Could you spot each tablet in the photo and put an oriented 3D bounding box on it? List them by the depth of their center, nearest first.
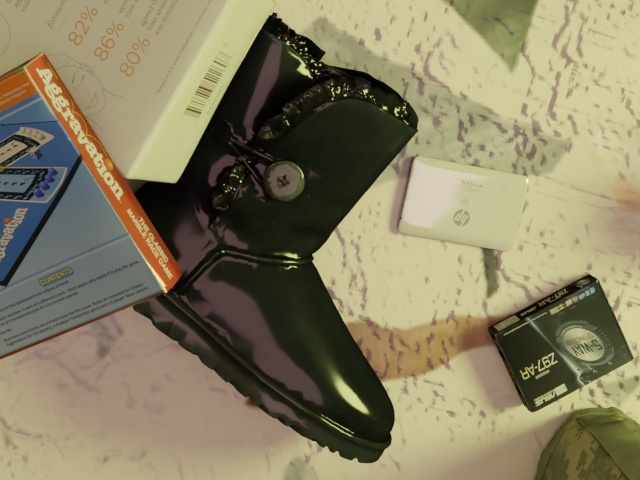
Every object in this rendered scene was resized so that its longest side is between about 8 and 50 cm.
[{"bbox_3d":[0.097,-0.024,0.965,0.083,0.006,0.054,10,101,-12],"label":"tablet"}]

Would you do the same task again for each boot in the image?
[{"bbox_3d":[0.000,0.000,0.905,0.246,0.094,0.207,38,97,-10],"label":"boot"}]

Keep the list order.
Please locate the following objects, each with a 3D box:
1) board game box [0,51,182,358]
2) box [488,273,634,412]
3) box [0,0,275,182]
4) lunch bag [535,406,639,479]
[{"bbox_3d":[-0.229,0.009,0.828,0.281,0.027,0.145,-21,109,29],"label":"board game box"},{"bbox_3d":[0.168,0.072,0.992,0.083,0.018,0.067,-27,105,-4],"label":"box"},{"bbox_3d":[-0.135,-0.130,0.825,0.170,0.091,0.130,32,96,9],"label":"box"},{"bbox_3d":[0.233,0.270,0.936,0.169,0.235,0.287,-8,104,-3],"label":"lunch bag"}]
